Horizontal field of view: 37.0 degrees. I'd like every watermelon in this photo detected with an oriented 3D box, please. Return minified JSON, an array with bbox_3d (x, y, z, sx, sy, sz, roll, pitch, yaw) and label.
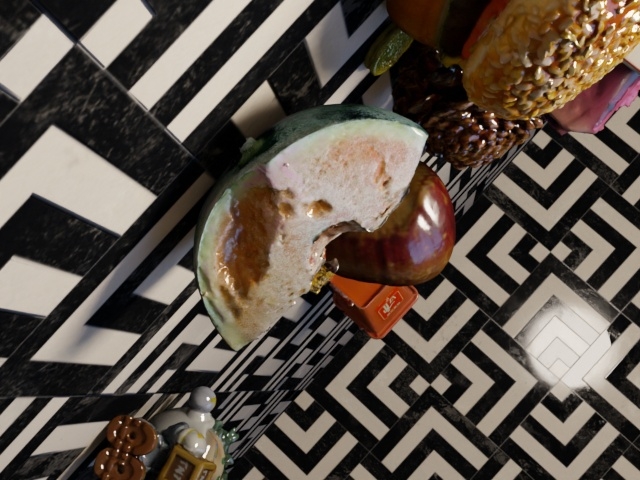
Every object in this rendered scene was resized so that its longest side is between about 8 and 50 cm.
[{"bbox_3d":[-0.048,-0.061,1.083,0.322,0.188,0.175,-42,125,4],"label":"watermelon"}]

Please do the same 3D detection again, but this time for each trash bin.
[{"bbox_3d":[0.101,0.100,2.171,0.161,0.184,0.239,-47,158,-4],"label":"trash bin"}]

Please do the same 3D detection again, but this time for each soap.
[{"bbox_3d":[0.493,-0.349,1.717,0.325,0.220,0.127,-54,156,21],"label":"soap"}]

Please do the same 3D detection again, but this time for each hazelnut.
[{"bbox_3d":[0.076,-0.022,1.394,0.218,0.234,0.218,-31,137,-34],"label":"hazelnut"}]

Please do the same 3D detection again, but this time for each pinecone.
[{"bbox_3d":[0.199,-0.211,1.312,0.221,0.221,0.221,-46,169,-11],"label":"pinecone"}]

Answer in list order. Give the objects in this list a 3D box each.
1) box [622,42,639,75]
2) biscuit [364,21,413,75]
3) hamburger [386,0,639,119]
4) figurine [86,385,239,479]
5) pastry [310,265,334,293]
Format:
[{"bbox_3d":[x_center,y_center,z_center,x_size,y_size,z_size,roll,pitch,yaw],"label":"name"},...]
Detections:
[{"bbox_3d":[0.510,-0.430,1.441,0.300,0.312,0.314,-53,168,22],"label":"box"},{"bbox_3d":[0.088,-0.246,1.207,0.084,0.023,0.084,-44,169,-11],"label":"biscuit"},{"bbox_3d":[0.252,-0.297,1.060,0.330,0.250,0.330,-46,168,-12],"label":"hamburger"},{"bbox_3d":[-0.257,0.377,1.671,0.261,0.186,0.382,-58,165,-7],"label":"figurine"},{"bbox_3d":[0.021,0.039,1.883,0.140,0.056,0.080,-55,179,23],"label":"pastry"}]
